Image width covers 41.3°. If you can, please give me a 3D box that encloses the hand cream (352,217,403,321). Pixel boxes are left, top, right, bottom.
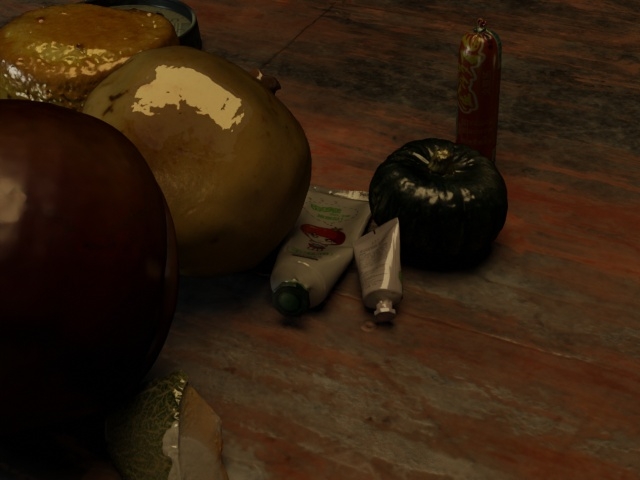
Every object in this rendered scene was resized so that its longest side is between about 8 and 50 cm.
[{"bbox_3d":[0.083,0.045,1.168,0.084,0.053,0.142,-29,47,32],"label":"hand cream"}]

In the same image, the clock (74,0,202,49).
[{"bbox_3d":[-0.419,-0.444,1.830,0.325,0.067,0.325,1,37,-1],"label":"clock"}]

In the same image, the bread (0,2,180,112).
[{"bbox_3d":[-0.417,-0.299,1.526,0.358,0.204,0.337,8,33,14],"label":"bread"}]

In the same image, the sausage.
[{"bbox_3d":[0.260,-0.240,1.401,0.083,0.264,0.083,-3,36,2],"label":"sausage"}]

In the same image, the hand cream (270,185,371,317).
[{"bbox_3d":[0.000,0.000,1.252,0.121,0.076,0.336,11,31,10],"label":"hand cream"}]

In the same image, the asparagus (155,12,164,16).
[{"bbox_3d":[-0.328,-0.416,1.716,0.036,0.030,0.165,2,37,-17],"label":"asparagus"}]

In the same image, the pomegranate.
[{"bbox_3d":[-0.169,-0.112,1.177,0.332,0.333,0.333,0,37,0],"label":"pomegranate"}]

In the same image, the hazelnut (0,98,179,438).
[{"bbox_3d":[-0.376,0.035,0.902,0.429,0.402,0.402,-14,34,14],"label":"hazelnut"}]

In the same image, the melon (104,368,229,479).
[{"bbox_3d":[-0.165,0.202,0.935,0.093,0.140,0.202,-2,27,-43],"label":"melon"}]

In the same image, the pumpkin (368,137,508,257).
[{"bbox_3d":[0.173,-0.068,1.257,0.211,0.152,0.212,12,29,-7],"label":"pumpkin"}]
